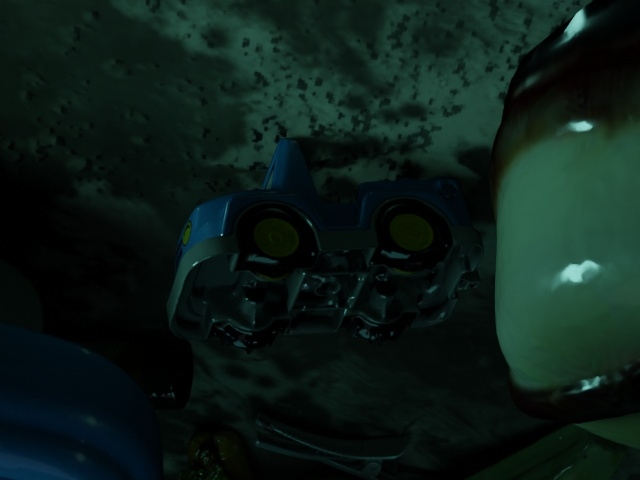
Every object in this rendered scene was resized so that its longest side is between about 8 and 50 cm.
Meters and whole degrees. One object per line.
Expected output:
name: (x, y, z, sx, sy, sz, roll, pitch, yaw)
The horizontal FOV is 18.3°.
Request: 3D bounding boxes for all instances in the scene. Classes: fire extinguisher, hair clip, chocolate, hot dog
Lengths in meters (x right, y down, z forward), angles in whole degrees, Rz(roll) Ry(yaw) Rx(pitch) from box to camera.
fire extinguisher: (-0.179, 0.093, 1.379, 0.177, 0.050, 0.062, 1, -179, 12)
hair clip: (0.008, 0.146, 1.431, 0.115, 0.030, 0.039, 15, 124, -13)
chocolate: (0.222, 0.016, 1.082, 0.283, 0.186, 0.284, 5, 143, 4)
hot dog: (-0.076, 0.186, 1.487, 0.056, 0.041, 0.133, 0, 143, 10)

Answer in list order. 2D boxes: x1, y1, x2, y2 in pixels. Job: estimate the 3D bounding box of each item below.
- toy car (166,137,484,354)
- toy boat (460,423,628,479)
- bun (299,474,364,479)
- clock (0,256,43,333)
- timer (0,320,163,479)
toy car: (0.000, 0.000, 1.187, 0.191, 0.100, 0.097, -3, 147, -19)
toy boat: (0.115, 0.212, 1.474, 0.093, 0.055, 0.293, 26, 140, -26)
bun: (-0.004, 0.257, 1.437, 0.173, 0.166, 0.113, -30, 119, -16)
clock: (-0.376, 0.086, 1.301, 0.309, 0.166, 0.235, -24, 133, 31)
timer: (-0.273, 0.173, 1.204, 0.309, 0.115, 0.340, 16, 132, -23)
